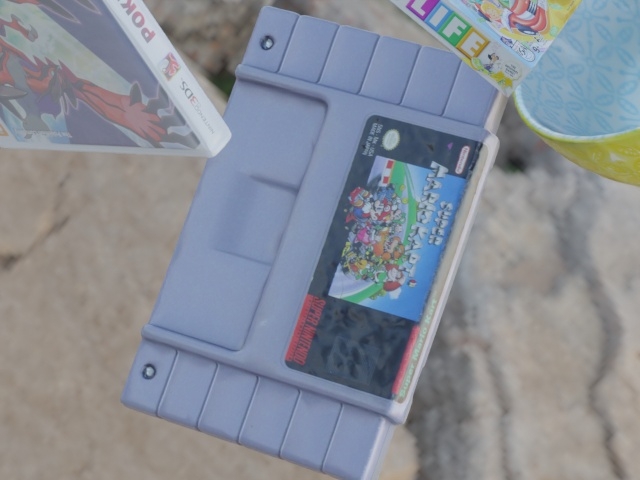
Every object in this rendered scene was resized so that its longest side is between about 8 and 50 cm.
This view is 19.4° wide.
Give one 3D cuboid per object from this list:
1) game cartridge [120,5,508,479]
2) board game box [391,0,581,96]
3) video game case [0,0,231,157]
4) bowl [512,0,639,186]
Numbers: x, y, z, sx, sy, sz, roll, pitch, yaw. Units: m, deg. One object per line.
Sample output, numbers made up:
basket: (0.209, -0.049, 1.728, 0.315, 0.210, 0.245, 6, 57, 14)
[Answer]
game cartridge: (0.000, 0.000, 1.513, 0.230, 0.355, 0.068, 15, -9, 24)
board game box: (0.102, -0.158, 1.090, 0.103, 0.026, 0.154, 39, 42, -1)
video game case: (-0.162, -0.119, 1.006, 0.023, 0.201, 0.183, -52, 125, -28)
bowl: (0.311, -0.137, 1.463, 0.156, 0.289, 0.289, 46, 21, -29)
